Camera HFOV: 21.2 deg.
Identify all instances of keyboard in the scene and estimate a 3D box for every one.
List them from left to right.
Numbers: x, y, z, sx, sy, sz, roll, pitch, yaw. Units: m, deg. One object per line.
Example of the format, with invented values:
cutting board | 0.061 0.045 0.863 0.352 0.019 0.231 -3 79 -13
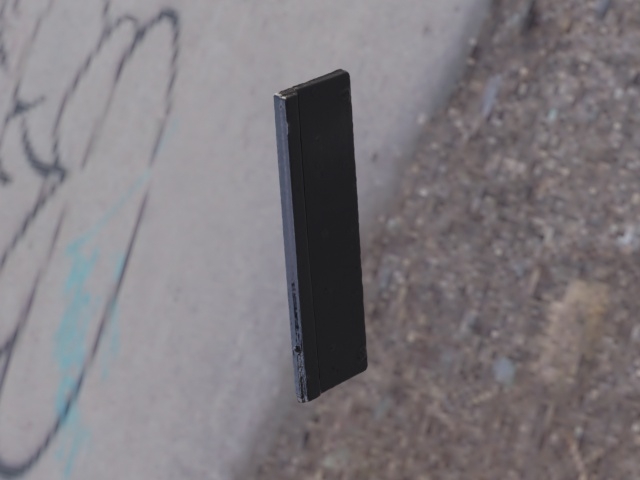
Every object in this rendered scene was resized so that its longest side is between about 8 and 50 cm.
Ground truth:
keyboard | 0.000 0.000 1.589 0.018 0.101 0.309 16 120 40
